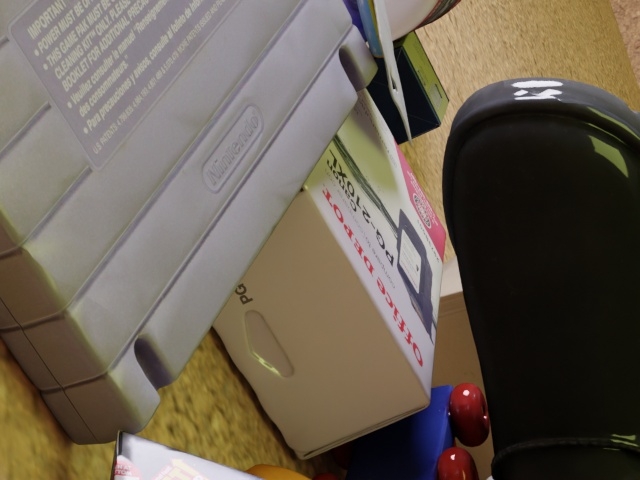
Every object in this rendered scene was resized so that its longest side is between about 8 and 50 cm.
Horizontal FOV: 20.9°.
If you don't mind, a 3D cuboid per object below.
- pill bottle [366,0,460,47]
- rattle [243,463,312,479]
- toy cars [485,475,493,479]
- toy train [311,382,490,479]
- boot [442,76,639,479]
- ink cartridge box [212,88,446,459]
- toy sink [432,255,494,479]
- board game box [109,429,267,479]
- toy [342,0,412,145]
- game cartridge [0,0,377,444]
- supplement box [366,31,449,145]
[{"bbox_3d":[0.057,-0.260,1.527,0.161,0.161,0.283,65,18,-5],"label":"pill bottle"},{"bbox_3d":[0.003,0.243,0.963,0.130,0.143,0.199,-34,119,-40],"label":"rattle"},{"bbox_3d":[0.172,0.364,1.231,0.393,0.087,0.176,65,12,5],"label":"toy cars"},{"bbox_3d":[0.073,0.167,1.162,0.248,0.105,0.143,-68,143,-66],"label":"toy train"},{"bbox_3d":[0.141,0.183,0.954,0.445,0.146,0.367,-79,156,-43],"label":"boot"},{"bbox_3d":[0.000,0.000,1.136,0.172,0.100,0.237,59,19,-22],"label":"ink cartridge box"},{"bbox_3d":[0.171,0.119,1.369,0.153,0.131,0.234,-34,100,-42],"label":"toy sink"},{"bbox_3d":[-0.040,0.170,0.753,0.194,0.194,0.060,-40,149,-50],"label":"board game box"},{"bbox_3d":[0.010,-0.191,1.164,0.137,0.056,0.237,64,17,-63],"label":"toy"},{"bbox_3d":[-0.095,-0.092,0.913,0.230,0.068,0.355,56,37,-20],"label":"game cartridge"},{"bbox_3d":[0.074,-0.142,1.602,0.083,0.056,0.083,63,18,-14],"label":"supplement box"}]
